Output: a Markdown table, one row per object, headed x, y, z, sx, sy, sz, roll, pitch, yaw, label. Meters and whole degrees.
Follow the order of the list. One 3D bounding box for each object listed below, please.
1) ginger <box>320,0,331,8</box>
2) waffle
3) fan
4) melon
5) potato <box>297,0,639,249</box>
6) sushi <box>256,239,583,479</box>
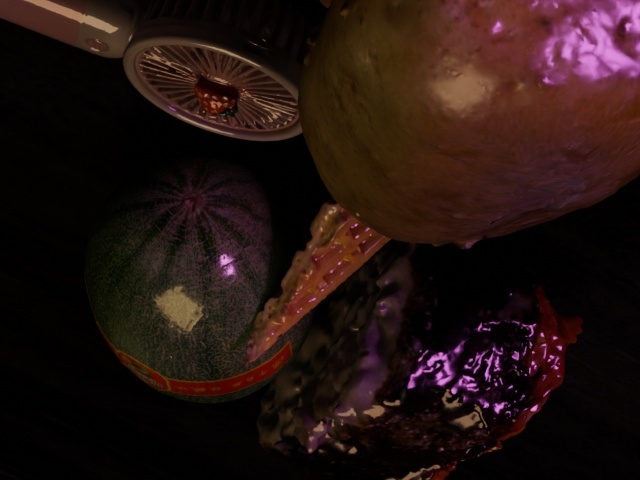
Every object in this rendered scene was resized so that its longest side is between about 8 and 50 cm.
| x | y | z | sx | sy | sz | roll | pitch | yaw | label |
| --- | --- | --- | --- | --- | --- | --- | --- | --- | --- |
| -0.005 | -0.178 | 1.045 | 0.069 | 0.051 | 0.173 | 8 | 156 | 30 | ginger |
| 0.000 | 0.000 | 1.314 | 0.032 | 0.191 | 0.125 | 45 | 171 | 25 | waffle |
| -0.115 | -0.136 | 1.198 | 0.244 | 0.074 | 0.130 | 19 | 159 | -5 | fan |
| -0.092 | 0.036 | 1.463 | 0.182 | 0.182 | 0.287 | 12 | 160 | 12 | melon |
| 0.092 | -0.095 | 0.996 | 0.210 | 0.173 | 0.307 | -5 | 165 | -20 | potato |
| 0.066 | 0.118 | 1.530 | 0.182 | 0.196 | 0.343 | 29 | 157 | -11 | sushi |
